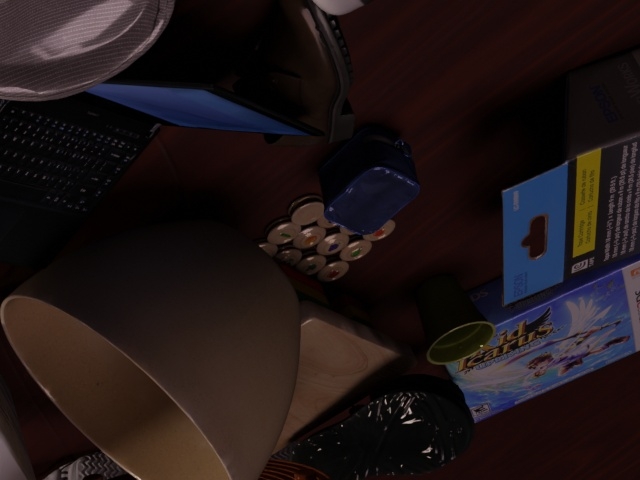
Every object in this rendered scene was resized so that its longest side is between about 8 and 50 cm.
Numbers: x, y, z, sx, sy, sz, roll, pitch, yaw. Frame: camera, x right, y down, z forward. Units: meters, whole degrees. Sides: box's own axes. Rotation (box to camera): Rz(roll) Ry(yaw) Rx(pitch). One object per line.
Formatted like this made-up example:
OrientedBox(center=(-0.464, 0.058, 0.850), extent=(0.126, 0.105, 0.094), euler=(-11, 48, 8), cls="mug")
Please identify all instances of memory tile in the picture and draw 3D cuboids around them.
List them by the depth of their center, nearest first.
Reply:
OrientedBox(center=(0.000, 0.000, 1.721), extent=(0.148, 0.012, 0.113), euler=(14, 133, -46), cls="memory tile")

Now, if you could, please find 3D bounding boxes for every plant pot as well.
OrientedBox(center=(-0.128, 0.091, 1.568), extent=(0.191, 0.284, 0.284), euler=(-48, 159, -26), cls="plant pot")
OrientedBox(center=(0.142, 0.083, 1.884), extent=(0.083, 0.079, 0.083), euler=(-18, 150, -10), cls="plant pot")

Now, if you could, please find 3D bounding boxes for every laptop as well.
OrientedBox(center=(-0.164, -0.045, 1.351), extent=(0.264, 0.136, 0.234), euler=(-49, 160, 10), cls="laptop")

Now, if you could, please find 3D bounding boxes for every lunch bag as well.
OrientedBox(center=(0.046, -0.062, 1.605), extent=(0.067, 0.065, 0.098), euler=(27, 126, -34), cls="lunch bag")

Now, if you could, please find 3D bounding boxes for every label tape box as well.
OrientedBox(center=(0.319, -0.084, 1.717), extent=(0.333, 0.106, 0.241), euler=(-20, 149, -6), cls="label tape box")

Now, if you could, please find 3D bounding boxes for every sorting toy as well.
OrientedBox(center=(-0.067, 0.137, 1.802), extent=(0.255, 0.089, 0.257), euler=(-33, 154, 16), cls="sorting toy")

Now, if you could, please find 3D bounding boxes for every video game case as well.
OrientedBox(center=(0.273, 0.105, 2.031), extent=(0.269, 0.061, 0.244), euler=(-25, 149, 2), cls="video game case")

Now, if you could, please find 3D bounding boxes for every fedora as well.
OrientedBox(center=(-0.211, -0.180, 1.176), extent=(0.275, 0.124, 0.244), euler=(-11, 147, -22), cls="fedora")

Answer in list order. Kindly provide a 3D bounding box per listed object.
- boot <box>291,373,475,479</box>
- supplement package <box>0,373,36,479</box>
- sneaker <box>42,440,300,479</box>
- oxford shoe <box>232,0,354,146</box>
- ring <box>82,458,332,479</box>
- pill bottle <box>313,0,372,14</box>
OrientedBox(center=(0.109, 0.198, 1.902), extent=(0.246, 0.094, 0.207), euler=(-25, 180, 37), cls="boot")
OrientedBox(center=(-0.426, 0.206, 1.618), extent=(0.262, 0.145, 0.204), euler=(-20, 150, -6), cls="supplement package")
OrientedBox(center=(-0.195, 0.344, 2.003), extent=(0.366, 0.137, 0.210), euler=(-11, 145, -28), cls="sneaker")
OrientedBox(center=(-0.025, -0.143, 1.410), extent=(0.096, 0.083, 0.227), euler=(-16, 149, -8), cls="oxford shoe")
OrientedBox(center=(-0.149, 0.268, 1.648), extent=(0.336, 0.032, 0.336), euler=(-9, -169, 2), cls="ring")
OrientedBox(center=(0.104, -0.308, 1.130), extent=(0.334, 0.188, 0.188), euler=(-29, 150, 9), cls="pill bottle")
